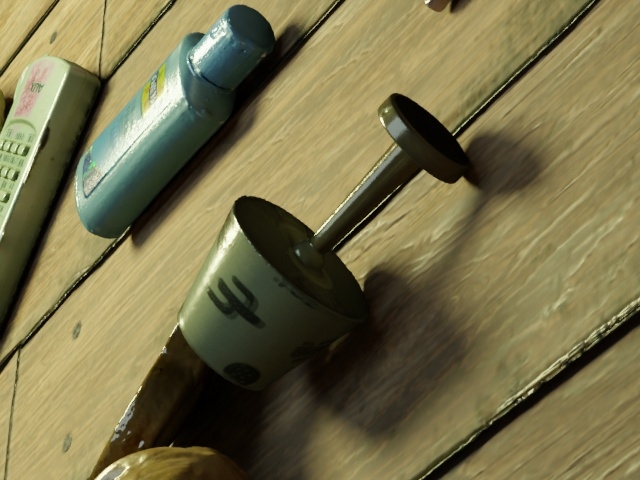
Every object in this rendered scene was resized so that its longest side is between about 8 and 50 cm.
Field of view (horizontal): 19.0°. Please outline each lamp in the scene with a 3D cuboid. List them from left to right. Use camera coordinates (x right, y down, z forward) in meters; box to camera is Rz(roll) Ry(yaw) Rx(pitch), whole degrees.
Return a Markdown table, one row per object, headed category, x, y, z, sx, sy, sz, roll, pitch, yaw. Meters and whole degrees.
| category | x | y | z | sx | sy | sz | roll | pitch | yaw |
| --- | --- | --- | --- | --- | --- | --- | --- | --- | --- |
| lamp | 0.000 | 0.000 | 1.282 | 0.214 | 0.121 | 0.121 | -46 | 32 | 19 |

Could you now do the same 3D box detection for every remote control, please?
| category | x | y | z | sx | sy | sz | roll | pitch | yaw |
| --- | --- | --- | --- | --- | --- | --- | --- | --- | --- |
| remote control | -0.326 | -0.028 | 1.991 | 0.145 | 0.050 | 0.344 | 14 | 82 | 64 |

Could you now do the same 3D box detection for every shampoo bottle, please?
| category | x | y | z | sx | sy | sz | roll | pitch | yaw |
| --- | --- | --- | --- | --- | --- | --- | --- | --- | --- |
| shampoo bottle | -0.129 | -0.110 | 1.673 | 0.258 | 0.061 | 0.104 | -44 | 35 | 38 |

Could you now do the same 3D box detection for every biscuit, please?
| category | x | y | z | sx | sy | sz | roll | pitch | yaw |
| --- | --- | --- | --- | --- | --- | --- | --- | --- | --- |
| biscuit | -0.134 | 0.152 | 1.406 | 0.320 | 0.047 | 0.183 | -58 | -3 | -20 |

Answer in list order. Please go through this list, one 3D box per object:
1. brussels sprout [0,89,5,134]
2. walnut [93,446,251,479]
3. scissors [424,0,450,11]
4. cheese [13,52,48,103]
| category | x | y | z | sx | sy | sz | roll | pitch | yaw |
| --- | --- | --- | --- | --- | --- | --- | --- | --- | --- |
| brussels sprout | -0.451 | -0.145 | 2.203 | 0.183 | 0.145 | 0.131 | -1 | 64 | 57 |
| walnut | -0.100 | 0.216 | 1.273 | 0.166 | 0.149 | 0.166 | -61 | -7 | -13 |
| scissors | 0.157 | -0.305 | 1.336 | 0.317 | 0.024 | 0.160 | -53 | 29 | 26 |
| cheese | -0.324 | -0.154 | 2.114 | 0.120 | 0.026 | 0.067 | -61 | 26 | 29 |
